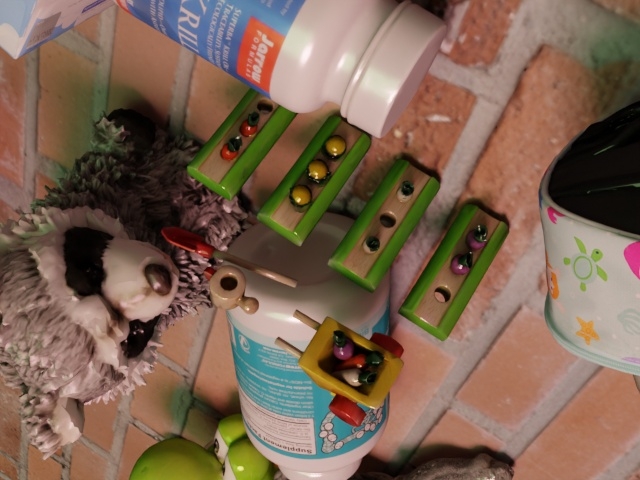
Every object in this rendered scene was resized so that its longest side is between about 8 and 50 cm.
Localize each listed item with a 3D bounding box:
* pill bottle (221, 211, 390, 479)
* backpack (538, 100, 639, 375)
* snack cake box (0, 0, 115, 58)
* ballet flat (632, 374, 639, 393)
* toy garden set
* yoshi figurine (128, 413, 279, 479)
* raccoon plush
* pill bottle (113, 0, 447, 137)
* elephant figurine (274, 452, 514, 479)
[{"bbox_3d":[-0.007,0.114,0.767,0.146,0.146,0.264,15,132,23],"label":"pill bottle"},{"bbox_3d":[0.256,0.007,0.460,0.253,0.225,0.191,11,124,31],"label":"backpack"},{"bbox_3d":[-0.267,-0.280,0.616,0.264,0.152,0.089,43,136,-3],"label":"snack cake box"},{"bbox_3d":[0.322,0.078,0.581,0.213,0.072,0.068,-18,108,41],"label":"ballet flat"},{"bbox_3d":[0.000,0.000,0.629,0.244,0.204,0.049,33,160,5],"label":"toy garden set"},{"bbox_3d":[-0.163,0.348,1.025,0.203,0.203,0.362,30,132,18],"label":"yoshi figurine"},{"bbox_3d":[-0.252,0.078,0.786,0.216,0.299,0.446,45,136,-6],"label":"raccoon plush"},{"bbox_3d":[-0.029,-0.167,0.573,0.221,0.124,0.124,32,135,8],"label":"pill bottle"},{"bbox_3d":[0.067,0.306,0.880,0.239,0.169,0.186,9,159,7],"label":"elephant figurine"}]
